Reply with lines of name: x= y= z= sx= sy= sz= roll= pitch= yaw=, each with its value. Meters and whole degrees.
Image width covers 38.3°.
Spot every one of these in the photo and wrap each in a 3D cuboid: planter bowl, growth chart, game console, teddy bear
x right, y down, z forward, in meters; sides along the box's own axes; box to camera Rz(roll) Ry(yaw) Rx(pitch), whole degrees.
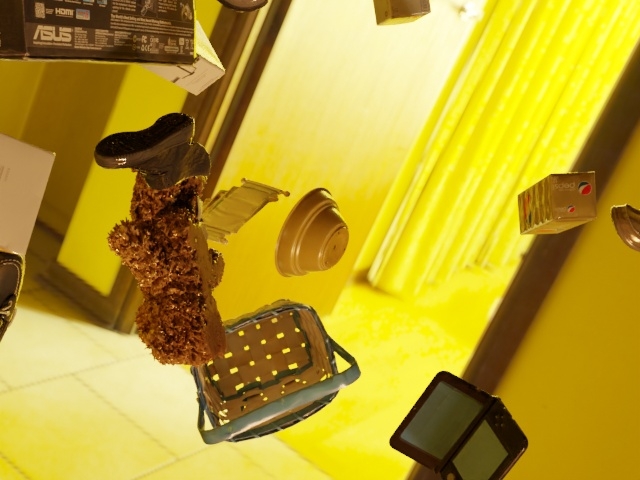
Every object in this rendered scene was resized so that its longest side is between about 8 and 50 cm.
planter bowl: x=0.000 y=0.000 z=2.020 sx=0.090 sy=0.217 sz=0.217 roll=27 pitch=16 yaw=27
growth chart: x=-0.209 y=-0.074 z=2.158 sx=0.172 sy=0.021 sz=0.237 roll=23 pitch=51 yaw=36
game console: x=0.149 y=0.224 z=1.015 sx=0.071 sy=0.122 sz=0.107 roll=14 pitch=29 yaw=-34
teddy bear: x=-0.219 y=0.013 z=1.319 sx=0.113 sy=0.337 sz=0.245 roll=-7 pitch=14 yaw=13

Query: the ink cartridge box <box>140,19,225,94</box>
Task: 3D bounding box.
ink cartridge box: x=-0.297 y=-0.391 z=1.810 sx=0.203 sy=0.086 sz=0.148 roll=19 pitch=40 yaw=-62

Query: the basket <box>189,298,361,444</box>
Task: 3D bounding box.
basket: x=-0.079 y=0.212 z=1.471 sx=0.255 sy=0.201 sz=0.289 roll=-21 pitch=11 yaw=-5

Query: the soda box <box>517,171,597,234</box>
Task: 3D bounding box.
soda box: x=0.311 y=-0.046 z=1.225 sx=0.058 sy=0.061 sz=0.181 roll=-3 pitch=-5 yaw=0

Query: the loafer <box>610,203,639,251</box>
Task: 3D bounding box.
loafer: x=0.430 y=-0.009 z=1.186 sx=0.148 sy=0.050 sz=0.056 roll=29 pitch=42 yaw=-28

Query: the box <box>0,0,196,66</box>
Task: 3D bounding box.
box: x=-0.267 y=-0.366 z=1.078 sx=0.097 sy=0.318 sz=0.395 roll=6 pitch=12 yaw=18

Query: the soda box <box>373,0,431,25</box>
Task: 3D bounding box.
soda box: x=0.113 y=-0.445 z=1.419 sx=0.069 sy=0.216 sz=0.074 roll=-9 pitch=4 yaw=-15

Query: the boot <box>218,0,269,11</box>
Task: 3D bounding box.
boot: x=-0.174 y=-0.563 z=1.546 sx=0.338 sy=0.118 sz=0.223 roll=59 pitch=-18 yaw=-2

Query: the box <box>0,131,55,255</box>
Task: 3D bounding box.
box: x=-0.328 y=-0.054 z=0.765 sx=0.170 sy=0.091 sz=0.130 roll=7 pitch=-11 yaw=44

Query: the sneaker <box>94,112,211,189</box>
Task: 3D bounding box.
sneaker: x=-0.189 y=-0.090 z=1.058 sx=0.051 sy=0.089 sz=0.170 roll=28 pitch=38 yaw=24

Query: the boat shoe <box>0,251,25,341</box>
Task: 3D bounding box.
boat shoe: x=-0.626 y=0.133 z=1.747 sx=0.114 sy=0.302 sz=0.091 roll=0 pitch=48 yaw=-36
